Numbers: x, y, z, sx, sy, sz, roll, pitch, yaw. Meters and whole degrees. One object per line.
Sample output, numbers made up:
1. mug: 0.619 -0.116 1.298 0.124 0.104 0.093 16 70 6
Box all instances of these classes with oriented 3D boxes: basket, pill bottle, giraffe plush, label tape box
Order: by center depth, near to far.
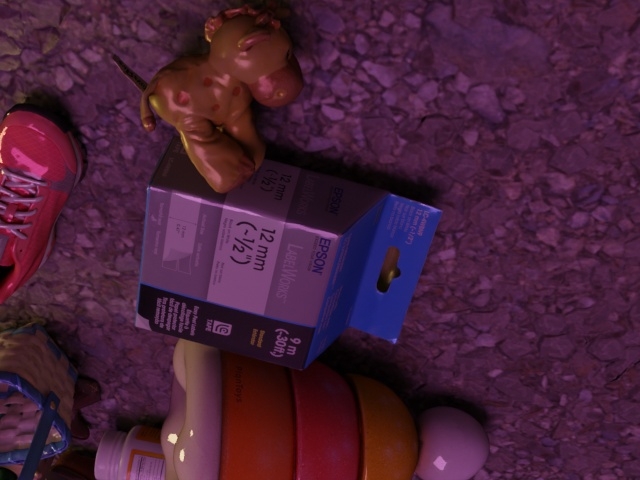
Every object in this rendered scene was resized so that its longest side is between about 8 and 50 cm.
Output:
1. giraffe plush: -0.094 -0.183 1.119 0.170 0.181 0.210 -33 135 20
2. label tape box: -0.048 0.035 1.275 0.347 0.115 0.249 16 132 1
3. basket: -0.496 0.276 1.509 0.254 0.289 0.201 -11 126 23
4. pill bottle: -0.253 0.369 1.653 0.215 0.117 0.117 10 131 4

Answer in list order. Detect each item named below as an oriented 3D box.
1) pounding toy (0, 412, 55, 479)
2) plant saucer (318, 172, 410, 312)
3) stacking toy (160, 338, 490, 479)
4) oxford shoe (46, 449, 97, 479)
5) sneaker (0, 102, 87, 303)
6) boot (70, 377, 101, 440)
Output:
1. pounding toy: -0.497 0.348 1.672 0.130 0.141 0.100 12 131 2
2. plant saucer: 0.000 0.000 1.333 0.241 0.037 0.241 6 130 7
3. stacking toy: 0.018 0.303 1.455 0.479 0.351 0.351 5 133 -12
4. oxford shoe: -0.361 0.418 1.727 0.212 0.076 0.076 26 135 11
5. sneaker: -0.390 -0.034 1.323 0.116 0.136 0.314 19 131 -6
6. boot: -0.389 0.276 1.660 0.114 0.037 0.106 -32 120 27
